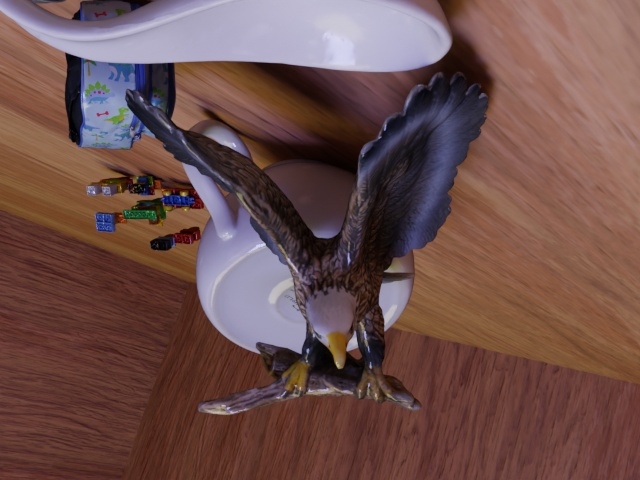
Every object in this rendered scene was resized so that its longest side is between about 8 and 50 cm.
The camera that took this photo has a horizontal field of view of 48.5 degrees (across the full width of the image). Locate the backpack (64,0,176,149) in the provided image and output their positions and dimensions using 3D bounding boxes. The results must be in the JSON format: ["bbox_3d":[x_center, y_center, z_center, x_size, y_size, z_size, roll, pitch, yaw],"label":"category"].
[{"bbox_3d":[-0.158,-0.131,0.560,0.084,0.105,0.114,-3,173,-18],"label":"backpack"}]

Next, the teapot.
[{"bbox_3d":[-0.024,-0.003,0.798,0.253,0.187,0.256,-1,137,-7],"label":"teapot"}]

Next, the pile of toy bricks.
[{"bbox_3d":[-0.274,-0.056,1.196,0.212,0.118,0.105,4,-162,20],"label":"pile of toy bricks"}]

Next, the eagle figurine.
[{"bbox_3d":[0.004,0.004,0.546,0.226,0.298,0.225,-23,-150,-27],"label":"eagle figurine"}]

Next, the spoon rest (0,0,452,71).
[{"bbox_3d":[-0.065,-0.130,0.389,0.276,0.084,0.137,13,180,1],"label":"spoon rest"}]

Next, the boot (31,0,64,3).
[{"bbox_3d":[-0.263,-0.196,0.512,0.209,0.076,0.189,7,169,19],"label":"boot"}]
